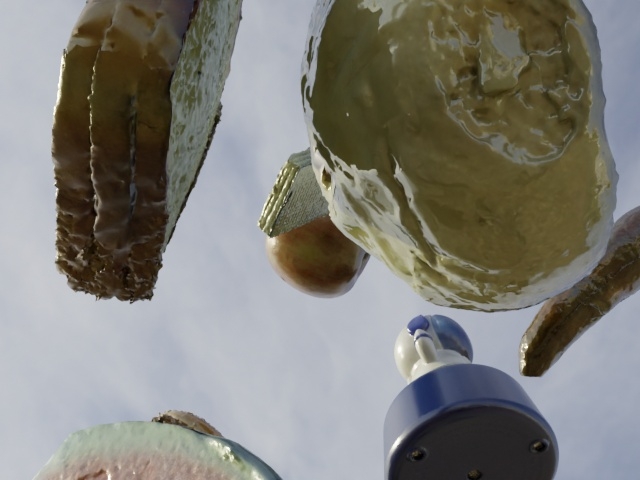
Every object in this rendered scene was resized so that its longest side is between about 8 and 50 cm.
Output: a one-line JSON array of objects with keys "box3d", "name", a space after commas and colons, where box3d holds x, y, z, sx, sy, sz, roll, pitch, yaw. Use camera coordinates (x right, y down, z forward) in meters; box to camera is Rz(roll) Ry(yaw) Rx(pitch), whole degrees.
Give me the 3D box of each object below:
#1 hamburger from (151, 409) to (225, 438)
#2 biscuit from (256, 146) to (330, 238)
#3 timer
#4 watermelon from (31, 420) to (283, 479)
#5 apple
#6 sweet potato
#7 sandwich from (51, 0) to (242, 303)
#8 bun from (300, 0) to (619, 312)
[{"box3d": [-0.214, 0.348, 1.577, 0.182, 0.118, 0.191, -3, -55, 39], "name": "hamburger"}, {"box3d": [-0.002, -0.080, 1.347, 0.040, 0.199, 0.121, 40, -57, 18], "name": "biscuit"}, {"box3d": [0.212, 0.258, 1.657, 0.270, 0.383, 0.270, -3, -58, -5], "name": "timer"}, {"box3d": [-0.061, 0.227, 0.479, 0.305, 0.180, 0.224, 21, -60, 51], "name": "watermelon"}, {"box3d": [0.000, 0.000, 1.693, 0.174, 0.188, 0.188, 25, -52, 6], "name": "apple"}, {"box3d": [0.306, 0.046, 1.081, 0.075, 0.273, 0.075, 43, -20, 20], "name": "sweet potato"}, {"box3d": [-0.137, -0.135, 0.828, 0.099, 0.301, 0.271, 12, -42, 1], "name": "sandwich"}, {"box3d": [0.089, -0.102, 0.855, 0.202, 0.364, 0.364, -18, -56, -8], "name": "bun"}]
